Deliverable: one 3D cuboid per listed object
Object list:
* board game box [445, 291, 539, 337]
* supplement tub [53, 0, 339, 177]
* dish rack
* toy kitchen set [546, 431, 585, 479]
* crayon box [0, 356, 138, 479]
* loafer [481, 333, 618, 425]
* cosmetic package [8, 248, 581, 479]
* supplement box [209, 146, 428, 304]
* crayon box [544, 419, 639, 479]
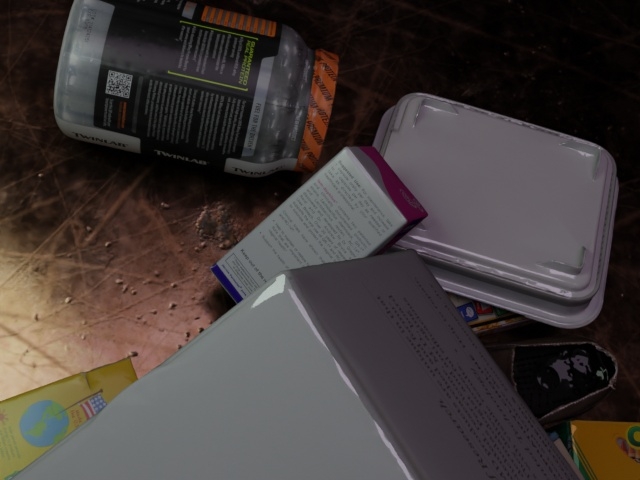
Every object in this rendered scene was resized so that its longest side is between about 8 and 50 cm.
[{"bbox_3d":[0.182,0.052,1.226,0.193,0.045,0.147,-11,73,-15],"label":"board game box"},{"bbox_3d":[-0.147,-0.188,1.168,0.315,0.193,0.194,12,69,-6],"label":"supplement tub"},{"bbox_3d":[0.218,-0.058,1.218,0.332,0.072,0.286,17,58,4],"label":"dish rack"},{"bbox_3d":[0.157,0.284,1.073,0.207,0.166,0.122,-31,79,-20],"label":"toy kitchen set"},{"bbox_3d":[-0.322,0.276,1.027,0.318,0.081,0.202,-18,75,-16],"label":"crayon box"},{"bbox_3d":[0.191,0.173,1.139,0.365,0.130,0.134,-15,74,-16],"label":"loafer"},{"bbox_3d":[0.005,0.234,0.884,0.329,0.393,0.327,-37,80,18],"label":"cosmetic package"},{"bbox_3d":[0.000,0.000,1.115,0.220,0.111,0.114,-42,81,19],"label":"supplement box"},{"bbox_3d":[0.419,0.308,1.162,0.278,0.081,0.165,3,70,-10],"label":"crayon box"}]
